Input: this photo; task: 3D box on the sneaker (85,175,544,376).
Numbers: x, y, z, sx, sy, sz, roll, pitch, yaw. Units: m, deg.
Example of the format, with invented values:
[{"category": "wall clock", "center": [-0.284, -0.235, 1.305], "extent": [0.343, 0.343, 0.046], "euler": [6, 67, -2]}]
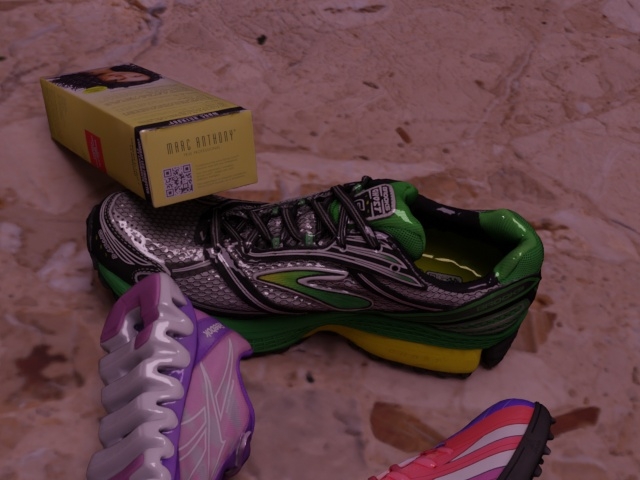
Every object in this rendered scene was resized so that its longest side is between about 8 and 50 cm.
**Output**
[{"category": "sneaker", "center": [0.000, 0.000, 0.697], "extent": [0.343, 0.146, 0.134], "euler": [6, 48, -9]}]

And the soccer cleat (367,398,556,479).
[{"category": "soccer cleat", "center": [0.037, 0.189, 0.573], "extent": [0.116, 0.109, 0.318], "euler": [34, 51, 19]}]

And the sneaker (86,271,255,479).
[{"category": "sneaker", "center": [-0.090, 0.138, 0.593], "extent": [0.104, 0.095, 0.237], "euler": [28, 49, -33]}]

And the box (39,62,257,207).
[{"category": "box", "center": [-0.141, -0.090, 0.722], "extent": [0.087, 0.058, 0.232], "euler": [-17, 26, -29]}]
